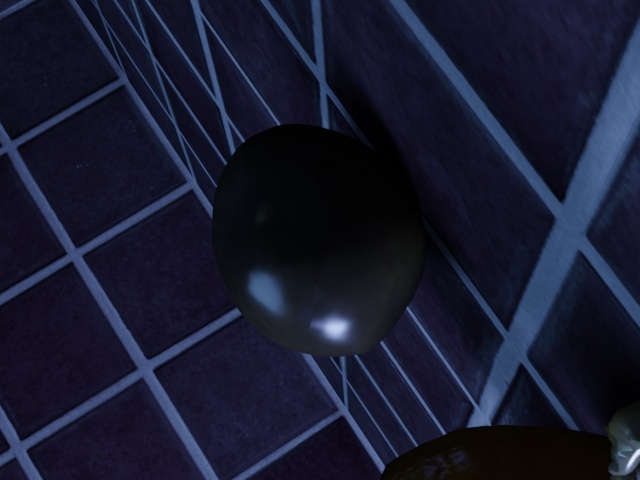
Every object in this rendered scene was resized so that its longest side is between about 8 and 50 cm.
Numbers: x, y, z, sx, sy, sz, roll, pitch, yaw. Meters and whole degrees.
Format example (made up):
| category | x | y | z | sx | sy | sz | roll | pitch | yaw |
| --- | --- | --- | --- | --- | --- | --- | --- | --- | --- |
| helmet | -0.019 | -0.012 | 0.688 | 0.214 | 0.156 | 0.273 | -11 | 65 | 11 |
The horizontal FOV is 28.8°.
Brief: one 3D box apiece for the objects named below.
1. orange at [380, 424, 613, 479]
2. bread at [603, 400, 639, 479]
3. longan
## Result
| category | x | y | z | sx | sy | sz | roll | pitch | yaw |
| --- | --- | --- | --- | --- | --- | --- | --- | --- | --- |
| orange | 0.165 | 0.251 | 0.826 | 0.310 | 0.274 | 0.274 | 16 | 178 | -10 |
| bread | 0.226 | 0.150 | 0.456 | 0.274 | 0.149 | 0.274 | 57 | 178 | 4 |
| longan | 0.000 | 0.000 | 1.081 | 0.212 | 0.198 | 0.198 | -115 | 1 | -47 |
